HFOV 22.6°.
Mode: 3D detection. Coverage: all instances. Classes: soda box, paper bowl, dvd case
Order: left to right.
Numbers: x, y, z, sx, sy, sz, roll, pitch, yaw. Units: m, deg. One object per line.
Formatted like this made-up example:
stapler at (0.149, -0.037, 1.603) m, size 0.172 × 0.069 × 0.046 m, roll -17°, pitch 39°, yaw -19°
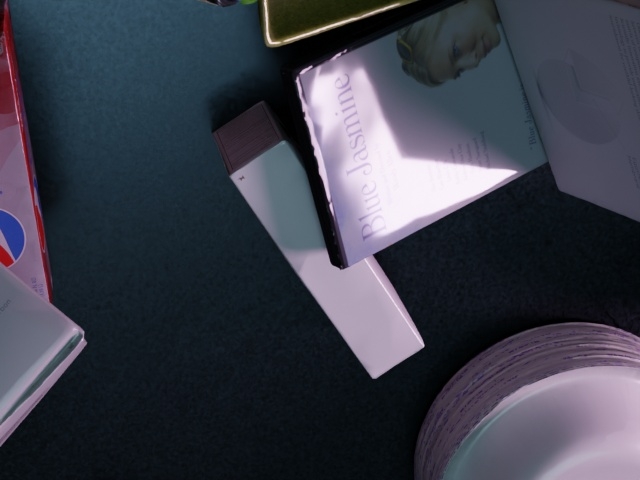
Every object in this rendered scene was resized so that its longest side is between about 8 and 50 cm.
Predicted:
soda box at (-0.275, -0.056, 1.296) m, size 0.084 × 0.092 × 0.263 m, roll -8°, pitch 117°, yaw -6°
dvd case at (0.093, -0.107, 1.329) m, size 0.253 × 0.022 × 0.180 m, roll -27°, pitch 118°, yaw -25°
paper bowl at (0.241, 0.232, 1.517) m, size 0.284 × 0.148 × 0.284 m, roll -5°, pitch 117°, yaw -11°

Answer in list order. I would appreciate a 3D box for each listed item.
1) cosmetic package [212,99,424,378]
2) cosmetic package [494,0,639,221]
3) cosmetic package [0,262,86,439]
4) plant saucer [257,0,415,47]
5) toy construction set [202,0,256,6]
cosmetic package at (0.000, 0.000, 1.378) m, size 0.060 × 0.099 × 0.239 m, roll -32°, pitch 118°, yaw 5°
cosmetic package at (0.277, -0.135, 1.284) m, size 0.138 × 0.225 × 0.224 m, roll -32°, pitch 120°, yaw -16°
cosmetic package at (-0.361, 0.004, 1.146) m, size 0.385 × 0.217 × 0.156 m, roll 41°, pitch 80°, yaw -3°
plant saucer at (0.019, -0.252, 1.137) m, size 0.188 × 0.045 × 0.188 m, roll -22°, pitch 125°, yaw -31°
toy construction set at (-0.047, -0.298, 1.197) m, size 0.215 × 0.151 × 0.327 m, roll -51°, pitch 131°, yaw -30°
